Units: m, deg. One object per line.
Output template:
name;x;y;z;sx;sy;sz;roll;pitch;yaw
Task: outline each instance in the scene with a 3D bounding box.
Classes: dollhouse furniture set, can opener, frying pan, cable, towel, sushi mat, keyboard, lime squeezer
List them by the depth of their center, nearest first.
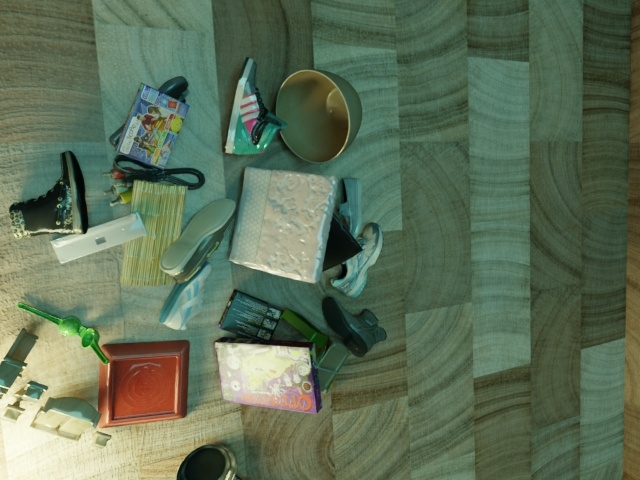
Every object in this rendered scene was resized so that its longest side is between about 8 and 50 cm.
dollhouse furniture set;-0.677;0.399;1.196;0.356;0.303;0.173;31;44;-24
lime squeezer;-0.698;0.262;1.244;0.310;0.110;0.058;30;99;8
keyboard;-0.627;-0.008;1.257;0.256;0.014;0.072;-19;108;-3
can opener;-0.495;-0.370;1.282;0.074;0.093;0.280;39;81;16
sushi mat;-0.493;-0.017;1.314;0.151;0.019;0.316;5;101;-34
cable;-0.500;-0.192;1.328;0.287;0.072;0.139;-14;82;-34
towel;-0.121;-0.059;1.385;0.317;0.053;0.331;11;90;18
frying pan;-0.312;0.761;1.470;0.326;0.053;0.197;9;91;-26
dollhouse furniture set;-0.045;0.393;1.546;0.197;0.151;0.301;-56;142;-3

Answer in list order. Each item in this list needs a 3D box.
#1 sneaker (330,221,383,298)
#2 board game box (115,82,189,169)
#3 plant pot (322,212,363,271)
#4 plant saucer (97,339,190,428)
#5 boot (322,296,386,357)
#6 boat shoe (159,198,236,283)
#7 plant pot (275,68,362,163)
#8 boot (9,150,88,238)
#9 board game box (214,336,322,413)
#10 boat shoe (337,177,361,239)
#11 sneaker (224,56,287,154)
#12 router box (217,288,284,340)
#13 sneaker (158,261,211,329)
sneaker;0.128;0.059;1.575;0.122;0.110;0.283;24;85;-20
board game box;-0.471;-0.317;1.244;0.136;0.035;0.201;20;101;-36
plant pot;0.000;0.000;1.481;0.167;0.188;0.187;-42;109;-4
plant saucer;-0.534;0.442;1.352;0.259;0.048;0.258;2;93;-24
boot;0.123;0.290;1.607;0.161;0.083;0.246;-28;79;-46
boat shoe;-0.362;-0.003;1.363;0.305;0.109;0.091;-53;147;-25
plant pot;0.024;-0.410;1.428;0.191;0.284;0.284;-34;108;-46
boot;-0.740;-0.121;1.199;0.179;0.085;0.236;-9;86;-12
board game box;-0.168;0.413;1.376;0.056;0.347;0.208;-29;113;-62
boat shoe;0.096;-0.113;1.553;0.081;0.079;0.227;6;74;-14
sneaker;-0.187;-0.402;1.384;0.178;0.124;0.295;11;98;-15
router box;-0.229;0.256;1.468;0.179;0.046;0.133;27;83;-23
sneaker;-0.402;0.168;1.374;0.092;0.087;0.228;37;80;-38
